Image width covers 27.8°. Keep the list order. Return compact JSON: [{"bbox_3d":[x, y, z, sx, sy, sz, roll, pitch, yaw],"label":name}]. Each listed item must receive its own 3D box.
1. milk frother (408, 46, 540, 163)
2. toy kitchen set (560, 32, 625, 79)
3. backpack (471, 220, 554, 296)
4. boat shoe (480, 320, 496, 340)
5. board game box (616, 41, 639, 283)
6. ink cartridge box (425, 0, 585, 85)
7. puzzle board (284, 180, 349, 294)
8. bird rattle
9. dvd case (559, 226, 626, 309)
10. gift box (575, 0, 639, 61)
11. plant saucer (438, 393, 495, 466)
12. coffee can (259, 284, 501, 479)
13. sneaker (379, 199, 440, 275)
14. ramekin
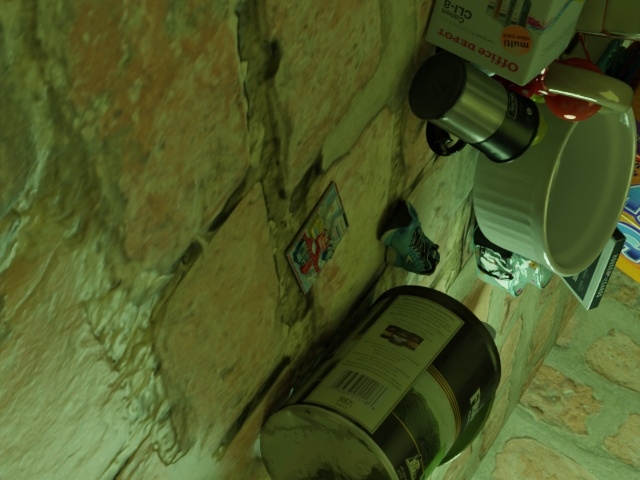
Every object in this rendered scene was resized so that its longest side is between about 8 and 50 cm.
[{"bbox_3d":[0.149,-0.148,1.477,0.135,0.129,0.143,25,128,-39],"label":"milk frother"},{"bbox_3d":[0.444,-0.242,2.091,0.207,0.122,0.166,-55,161,-19],"label":"toy kitchen set"},{"bbox_3d":[0.327,0.000,2.109,0.166,0.144,0.188,-59,166,-24],"label":"backpack"},{"bbox_3d":[0.248,0.243,2.334,0.258,0.095,0.084,-40,148,-47],"label":"boat shoe"},{"bbox_3d":[0.640,-0.151,2.229,0.356,0.356,0.356,-55,-178,-20],"label":"board game box"},{"bbox_3d":[0.211,-0.280,1.375,0.127,0.128,0.176,-41,153,-47],"label":"ink cartridge box"},{"bbox_3d":[0.000,0.000,1.414,0.096,0.011,0.128,-57,162,-14],"label":"puzzle board"},{"bbox_3d":[0.290,-0.205,1.622,0.253,0.207,0.143,58,44,-80],"label":"bird rattle"},{"bbox_3d":[0.408,-0.025,2.160,0.029,0.239,0.179,-18,143,-22],"label":"dvd case"},{"bbox_3d":[0.439,-0.349,1.679,0.255,0.258,0.276,-3,105,-72],"label":"gift box"},{"bbox_3d":[0.165,0.211,1.844,0.037,0.241,0.241,22,97,-39],"label":"plant saucer"},{"bbox_3d":[0.080,0.214,1.649,0.275,0.201,0.201,-44,156,-42],"label":"coffee can"},{"bbox_3d":[0.124,0.001,1.654,0.063,0.073,0.162,-57,162,-11],"label":"sneaker"},{"bbox_3d":[0.341,-0.097,1.900,0.277,0.135,0.277,-27,126,-45],"label":"ramekin"}]
